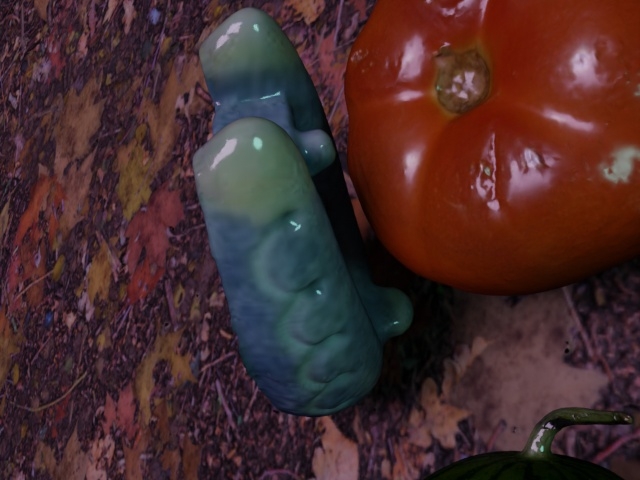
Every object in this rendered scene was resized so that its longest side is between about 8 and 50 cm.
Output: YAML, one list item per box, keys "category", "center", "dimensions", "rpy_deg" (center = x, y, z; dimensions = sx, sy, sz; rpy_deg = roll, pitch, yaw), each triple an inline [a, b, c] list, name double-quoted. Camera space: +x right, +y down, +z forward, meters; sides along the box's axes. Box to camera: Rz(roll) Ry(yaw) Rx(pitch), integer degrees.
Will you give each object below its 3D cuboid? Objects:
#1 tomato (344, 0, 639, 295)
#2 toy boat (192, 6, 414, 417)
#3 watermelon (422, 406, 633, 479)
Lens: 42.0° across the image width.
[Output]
- category: "tomato"
  center: [0.135, -0.080, 0.530]
  dimensions: [0.260, 0.180, 0.259]
  rpy_deg: [-17, 67, 49]
- category: "toy boat"
  center: [0.000, 0.000, 0.611]
  dimensions: [0.123, 0.329, 0.215]
  rpy_deg: [-11, 43, 3]
- category: "watermelon"
  center: [0.113, 0.200, 0.464]
  dimensions: [0.188, 0.188, 0.214]
  rpy_deg: [-7, 81, 49]
